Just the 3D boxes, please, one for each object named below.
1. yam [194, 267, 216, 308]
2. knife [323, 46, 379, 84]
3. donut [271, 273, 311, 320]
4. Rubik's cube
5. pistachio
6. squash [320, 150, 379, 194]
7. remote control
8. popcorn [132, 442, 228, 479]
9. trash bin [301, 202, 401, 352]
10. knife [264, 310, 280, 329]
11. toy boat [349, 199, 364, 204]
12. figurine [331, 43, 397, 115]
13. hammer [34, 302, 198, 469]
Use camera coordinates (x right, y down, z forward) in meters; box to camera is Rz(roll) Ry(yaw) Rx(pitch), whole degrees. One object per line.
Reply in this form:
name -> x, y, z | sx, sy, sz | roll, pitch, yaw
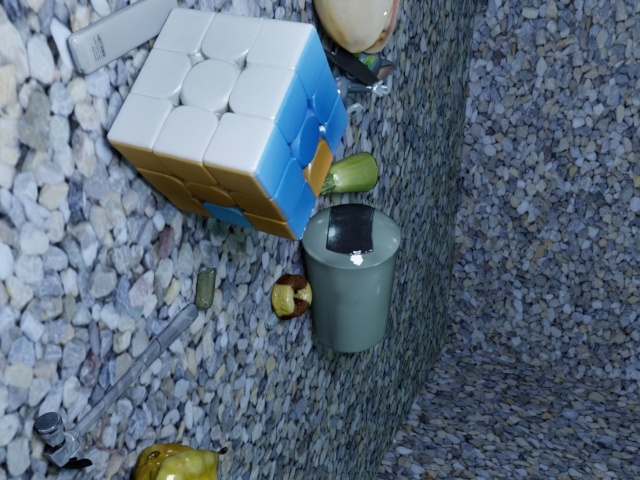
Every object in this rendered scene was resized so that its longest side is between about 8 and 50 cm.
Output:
yam -> -0.257, 0.105, 1.378 | 0.043, 0.043, 0.094 | -15, 114, -62
knife -> 0.064, -0.473, 1.622 | 0.230, 0.028, 0.060 | 25, 79, -24
donut -> -0.077, 0.157, 1.734 | 0.140, 0.059, 0.140 | 15, 72, -54
Rubik's cube -> -0.148, -0.206, 1.131 | 0.292, 0.291, 0.290 | 58, 49, -65
pistachio -> 0.099, -0.629, 1.546 | 0.230, 0.229, 0.309 | -28, 118, -58
squash -> 0.084, -0.198, 1.851 | 0.287, 0.137, 0.137 | -19, 119, -59
remote control -> -0.323, -0.356, 1.033 | 0.261, 0.029, 0.067 | -54, 148, -44
popcorn -> -0.312, 0.583, 1.292 | 0.297, 0.281, 0.316 | 143, -65, -73
trash bin -> 0.089, 0.099, 1.823 | 0.280, 0.280, 0.432 | -51, 150, -43
knife -> -0.108, 0.199, 1.757 | 0.162, 0.023, 0.044 | -50, 141, -45
toy boat -> 0.156, -0.046, 2.118 | 0.078, 0.085, 0.260 | -66, 153, -24
figurine -> 0.092, -0.439, 1.715 | 0.265, 0.193, 0.140 | -61, -175, 11
hammer -> -0.372, 0.259, 1.212 | 0.427, 0.044, 0.152 | -52, 146, -43
